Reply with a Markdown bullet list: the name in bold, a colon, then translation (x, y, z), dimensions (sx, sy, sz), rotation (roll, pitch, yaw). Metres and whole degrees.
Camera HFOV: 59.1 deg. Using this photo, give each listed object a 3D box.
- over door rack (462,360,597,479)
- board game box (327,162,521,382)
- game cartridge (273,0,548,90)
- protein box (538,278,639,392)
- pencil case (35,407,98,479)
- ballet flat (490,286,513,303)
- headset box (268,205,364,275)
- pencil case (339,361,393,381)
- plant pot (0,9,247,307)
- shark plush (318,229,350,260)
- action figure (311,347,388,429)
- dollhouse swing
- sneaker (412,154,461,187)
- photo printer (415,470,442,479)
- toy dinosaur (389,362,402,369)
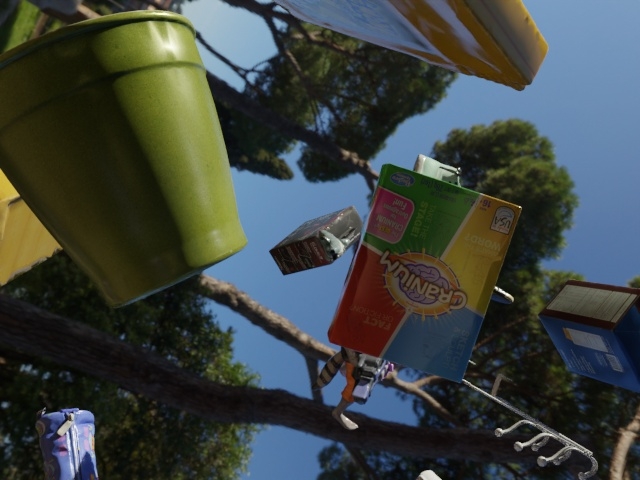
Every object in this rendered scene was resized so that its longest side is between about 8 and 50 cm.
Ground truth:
- **over door rack**: translation (0.486, 0.449, 1.400), dimensions (0.108, 0.324, 0.239), rotation (-49, -175, -7)
- **board game box**: translation (0.173, 0.056, 0.968), dimensions (0.064, 0.242, 0.317), rotation (-113, -140, -85)
- **game cartridge**: translation (0.016, -0.234, 0.492), dimensions (0.323, 0.285, 0.053), rotation (35, -77, 35)
- **protein box**: translation (0.663, 0.217, 1.318), dimensions (0.136, 0.200, 0.201), rotation (-41, -160, -18)
- **pencil case**: translation (-0.516, 0.493, 1.164), dimensions (0.133, 0.119, 0.306), rotation (-59, -138, 40)
- **ballet flat**: translation (0.431, 0.113, 1.490), dimensions (0.173, 0.057, 0.049), rotation (32, -109, 26)
- **headset box**: translation (0.000, 0.000, 1.911), dimensions (0.293, 0.110, 0.218), rotation (-17, -162, 48)
- **pencil case**: translation (0.132, 0.375, 1.690), dimensions (0.206, 0.088, 0.087), rotation (158, -63, -63)
- **plant pot**: translation (-0.291, -0.099, 0.884), dimensions (0.366, 0.353, 0.366), rotation (-24, -174, 3)
- **shark plush**: translation (0.017, 0.017, 1.309), dimensions (0.073, 0.067, 0.161), rotation (-38, -171, 17)
- **action figure**: translation (0.073, 0.264, 1.286), dimensions (0.341, 0.178, 0.331), rotation (-45, 150, -59)
- **dollhouse swing**: translation (-0.709, -0.123, 1.276), dimensions (0.305, 0.315, 0.347), rotation (-38, -172, 31)
- **sneaker**: translation (0.328, -0.128, 1.614), dimensions (0.094, 0.151, 0.256), rotation (103, 4, -60)
- **photo printer**: translation (0.328, 0.826, 1.517), dimensions (0.307, 0.107, 0.256), rotation (38, -78, 45)
- **toy dinosaur**: translation (0.309, 0.338, 2.042), dimensions (0.127, 0.200, 0.296), rotation (18, -58, 62)
